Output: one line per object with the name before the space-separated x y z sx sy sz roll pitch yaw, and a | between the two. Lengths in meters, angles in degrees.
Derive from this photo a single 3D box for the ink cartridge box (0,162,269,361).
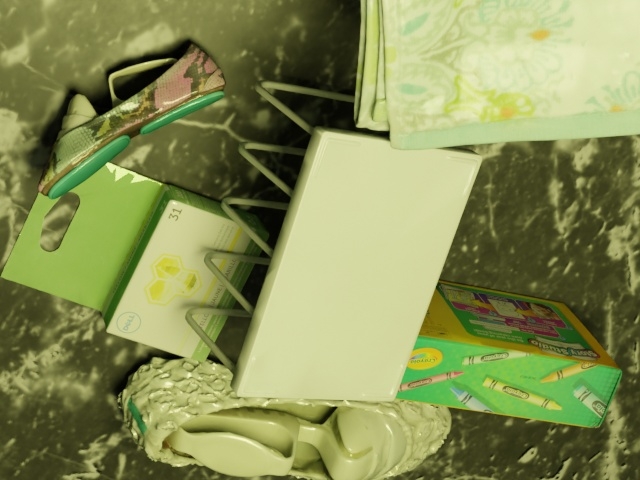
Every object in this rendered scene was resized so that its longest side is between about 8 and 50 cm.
ink cartridge box | -0.196 0.017 1.609 0.235 0.056 0.171 20 108 -26

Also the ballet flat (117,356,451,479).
ballet flat | -0.029 0.228 1.717 0.409 0.147 0.147 8 113 -21

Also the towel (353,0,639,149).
towel | 0.214 -0.242 1.349 0.375 0.090 0.320 -5 125 -6

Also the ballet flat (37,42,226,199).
ballet flat | -0.202 -0.127 1.529 0.221 0.077 0.079 -33 87 -9

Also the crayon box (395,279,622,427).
crayon box | 0.177 0.120 1.703 0.279 0.165 0.081 11 112 -21

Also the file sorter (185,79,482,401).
file sorter | 0.000 0.000 1.536 0.193 0.173 0.277 6 111 -34
